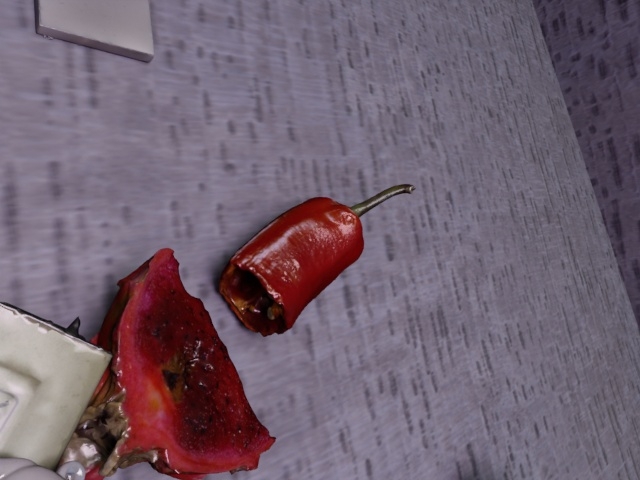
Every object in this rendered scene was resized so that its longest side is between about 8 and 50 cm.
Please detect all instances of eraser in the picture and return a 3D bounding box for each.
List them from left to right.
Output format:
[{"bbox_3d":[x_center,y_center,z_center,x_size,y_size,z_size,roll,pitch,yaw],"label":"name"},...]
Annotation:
[{"bbox_3d":[-0.306,-0.311,0.686,0.150,0.023,0.103,2,74,-41],"label":"eraser"}]

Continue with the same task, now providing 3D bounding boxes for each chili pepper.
[{"bbox_3d":[-0.004,-0.001,0.776,0.134,0.131,0.338,41,52,8],"label":"chili pepper"}]

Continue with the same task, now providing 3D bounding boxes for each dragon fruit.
[{"bbox_3d":[-0.188,0.162,0.518,0.261,0.134,0.211,65,19,-3],"label":"dragon fruit"}]

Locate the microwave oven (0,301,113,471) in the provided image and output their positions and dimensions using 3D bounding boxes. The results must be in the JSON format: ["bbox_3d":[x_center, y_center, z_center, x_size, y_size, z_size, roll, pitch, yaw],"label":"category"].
[{"bbox_3d":[-0.407,0.133,0.295,0.394,0.247,0.332,36,53,-28],"label":"microwave oven"}]

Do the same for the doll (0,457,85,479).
[{"bbox_3d":[-0.180,0.167,0.278,0.113,0.072,0.135,-14,81,-53],"label":"doll"}]
